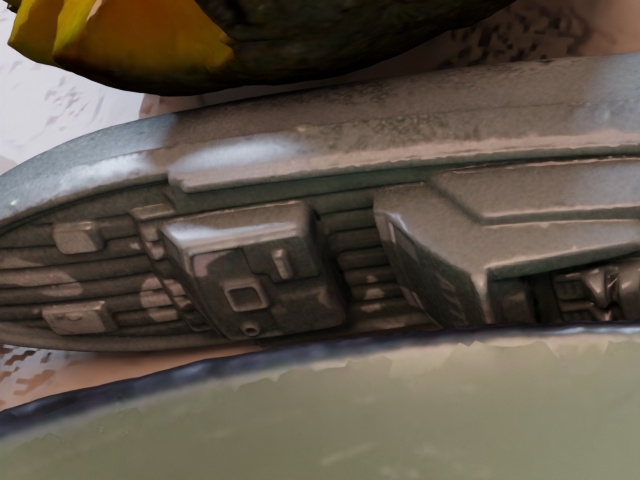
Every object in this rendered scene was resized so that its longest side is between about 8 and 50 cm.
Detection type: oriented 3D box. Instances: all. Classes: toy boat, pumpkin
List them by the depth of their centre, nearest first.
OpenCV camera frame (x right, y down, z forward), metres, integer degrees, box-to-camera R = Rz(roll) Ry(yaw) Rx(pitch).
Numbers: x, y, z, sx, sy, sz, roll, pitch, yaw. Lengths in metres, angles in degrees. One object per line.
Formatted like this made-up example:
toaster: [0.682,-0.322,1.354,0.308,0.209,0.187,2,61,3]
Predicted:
toy boat: [0.000,0.000,0.545,0.260,0.078,0.085,-7,46,16]
pumpkin: [-0.010,-0.096,0.605,0.130,0.149,0.254,-58,26,26]

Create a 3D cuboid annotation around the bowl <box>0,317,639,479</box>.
bowl: [0.022,0.152,0.349,0.353,0.354,0.185,-3,105,21]
